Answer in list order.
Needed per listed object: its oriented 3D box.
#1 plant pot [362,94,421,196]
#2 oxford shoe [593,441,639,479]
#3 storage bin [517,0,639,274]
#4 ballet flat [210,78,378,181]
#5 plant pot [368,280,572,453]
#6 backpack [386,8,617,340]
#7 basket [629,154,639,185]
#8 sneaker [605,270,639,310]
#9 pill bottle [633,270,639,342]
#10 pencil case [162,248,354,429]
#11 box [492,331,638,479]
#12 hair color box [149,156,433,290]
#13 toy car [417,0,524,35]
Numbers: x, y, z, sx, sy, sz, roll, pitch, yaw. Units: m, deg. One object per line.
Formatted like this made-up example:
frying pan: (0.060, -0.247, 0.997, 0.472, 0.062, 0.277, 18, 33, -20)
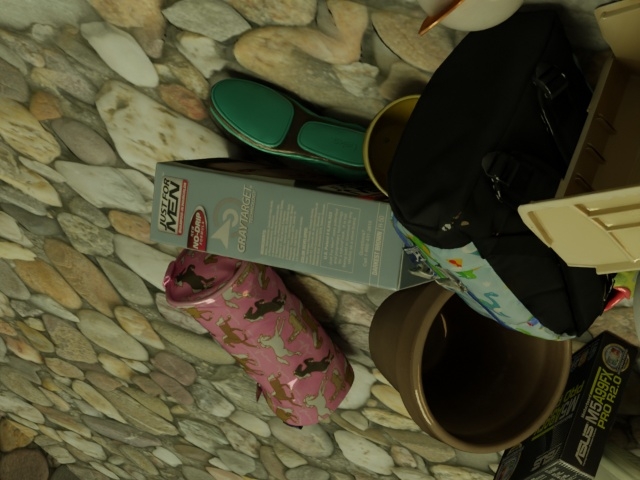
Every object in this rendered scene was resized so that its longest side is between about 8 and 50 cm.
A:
plant pot: (0.106, -0.111, 1.669, 0.134, 0.134, 0.095, 35, 175, -15)
oxford shoe: (0.429, 0.373, 2.031, 0.169, 0.130, 0.449, 32, 173, -2)
storage bin: (0.345, -0.115, 1.299, 0.260, 0.262, 0.123, -9, 138, 47)
ballet flat: (-0.032, -0.135, 1.776, 0.247, 0.083, 0.087, 22, 166, 12)
plant pot: (0.186, 0.148, 1.931, 0.263, 0.263, 0.229, 41, 168, -25)
backpack: (0.225, -0.041, 1.544, 0.355, 0.290, 0.273, 39, 159, -34)
basket: (0.389, -0.074, 1.435, 0.113, 0.167, 0.103, 42, 143, -26)
sneaker: (0.343, 0.054, 1.758, 0.081, 0.094, 0.208, 33, 153, -15)
pill bottle: (0.544, 0.055, 1.455, 0.224, 0.224, 0.392, 39, 150, -21)
pencil case: (-0.098, 0.147, 2.221, 0.160, 0.167, 0.386, 45, 173, 50)
box: (0.350, 0.275, 1.992, 0.060, 0.216, 0.270, 29, 153, -3)
hair color box: (-0.020, -0.029, 1.809, 0.375, 0.113, 0.185, 10, -170, 27)
toy car: (0.158, -0.274, 1.214, 0.219, 0.238, 0.210, 35, 151, -15)
